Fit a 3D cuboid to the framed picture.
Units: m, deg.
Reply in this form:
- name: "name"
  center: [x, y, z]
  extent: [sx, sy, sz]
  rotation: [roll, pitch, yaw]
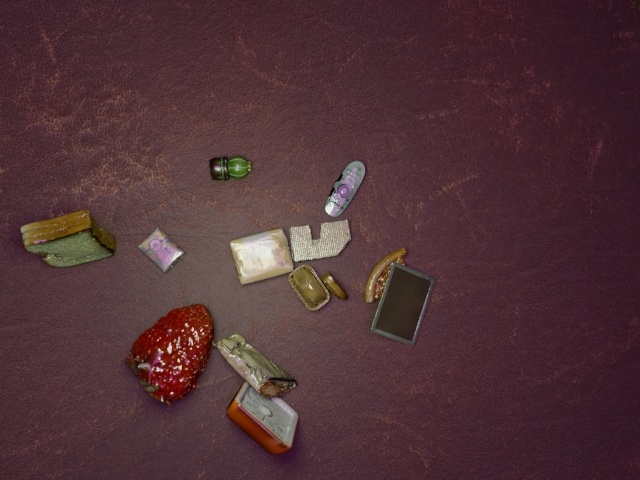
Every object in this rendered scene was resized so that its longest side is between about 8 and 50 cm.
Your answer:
- name: "framed picture"
  center: [0.332, 0.255, 1.936]
  extent: [0.231, 0.018, 0.293]
  rotation: [24, 82, -24]

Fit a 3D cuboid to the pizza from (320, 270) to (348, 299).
- name: "pizza"
  center: [0.049, 0.179, 1.908]
  extent: [0.046, 0.134, 0.175]
  rotation: [-40, 129, 0]

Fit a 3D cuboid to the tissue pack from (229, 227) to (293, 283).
- name: "tissue pack"
  center: [-0.230, 0.060, 1.893]
  extent: [0.222, 0.090, 0.186]
  rotation: [-13, 88, -7]

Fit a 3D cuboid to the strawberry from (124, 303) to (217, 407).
- name: "strawberry"
  center: [-0.513, 0.412, 1.759]
  extent: [0.343, 0.292, 0.292]
  rotation: [-36, 89, -23]

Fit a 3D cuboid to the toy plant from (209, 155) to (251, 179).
- name: "toy plant"
  center: [-0.356, -0.288, 1.915]
  extent: [0.162, 0.093, 0.093]
  rotation: [-6, 85, -10]

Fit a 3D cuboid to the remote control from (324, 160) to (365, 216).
- name: "remote control"
  center: [0.100, -0.213, 1.980]
  extent: [0.097, 0.045, 0.256]
  rotation: [33, 85, -1]

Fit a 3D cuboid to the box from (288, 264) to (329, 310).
- name: "box"
  center: [-0.045, 0.184, 1.895]
  extent: [0.111, 0.111, 0.177]
  rotation: [-35, 89, -8]

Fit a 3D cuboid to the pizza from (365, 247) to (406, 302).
- name: "pizza"
  center: [0.273, 0.147, 1.956]
  extent: [0.271, 0.056, 0.134]
  rotation: [-43, 90, -9]

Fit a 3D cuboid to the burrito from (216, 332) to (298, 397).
- name: "burrito"
  center: [-0.244, 0.482, 1.812]
  extent: [0.347, 0.175, 0.107]
  rotation: [41, 107, -2]

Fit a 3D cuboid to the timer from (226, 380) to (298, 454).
- name: "timer"
  center: [-0.216, 0.647, 1.755]
  extent: [0.257, 0.250, 0.161]
  rotation: [41, 82, -1]

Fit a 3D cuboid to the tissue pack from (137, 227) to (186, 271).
- name: "tissue pack"
  center: [-0.613, 0.037, 1.869]
  extent: [0.148, 0.060, 0.108]
  rotation: [44, 83, 0]

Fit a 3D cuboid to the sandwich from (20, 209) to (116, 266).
- name: "sandwich"
  center: [-0.902, 0.005, 1.735]
  extent: [0.248, 0.273, 0.095]
  rotation: [-16, 72, -8]

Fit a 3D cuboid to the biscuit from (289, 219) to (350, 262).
- name: "biscuit"
  center: [0.000, 0.000, 1.946]
  extent: [0.249, 0.046, 0.147]
  rotation: [-10, 84, -6]
